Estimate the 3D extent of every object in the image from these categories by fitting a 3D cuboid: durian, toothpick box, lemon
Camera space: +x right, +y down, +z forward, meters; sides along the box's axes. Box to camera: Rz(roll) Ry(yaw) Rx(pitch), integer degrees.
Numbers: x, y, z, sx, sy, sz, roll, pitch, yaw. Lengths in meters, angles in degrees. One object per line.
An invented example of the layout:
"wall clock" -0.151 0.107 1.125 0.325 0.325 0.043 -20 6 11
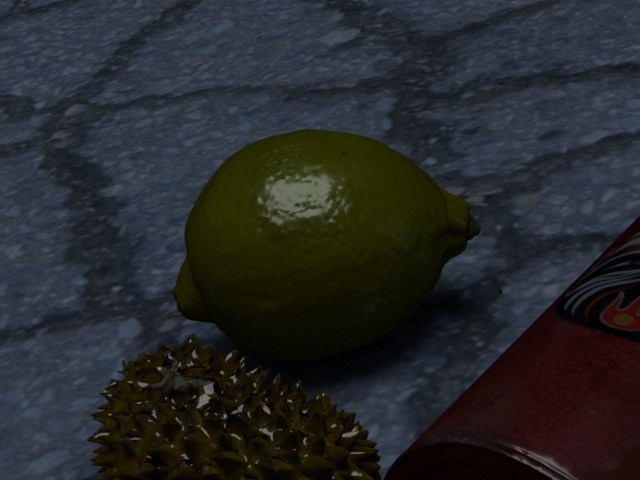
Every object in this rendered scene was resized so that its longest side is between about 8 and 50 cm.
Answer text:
"durian" -0.070 0.157 1.198 0.250 0.138 0.183 20 35 35
"toothpick box" 0.214 0.110 1.081 0.204 0.204 0.333 14 41 39
"lemon" 0.000 0.000 1.376 0.248 0.184 0.184 -16 30 -1
